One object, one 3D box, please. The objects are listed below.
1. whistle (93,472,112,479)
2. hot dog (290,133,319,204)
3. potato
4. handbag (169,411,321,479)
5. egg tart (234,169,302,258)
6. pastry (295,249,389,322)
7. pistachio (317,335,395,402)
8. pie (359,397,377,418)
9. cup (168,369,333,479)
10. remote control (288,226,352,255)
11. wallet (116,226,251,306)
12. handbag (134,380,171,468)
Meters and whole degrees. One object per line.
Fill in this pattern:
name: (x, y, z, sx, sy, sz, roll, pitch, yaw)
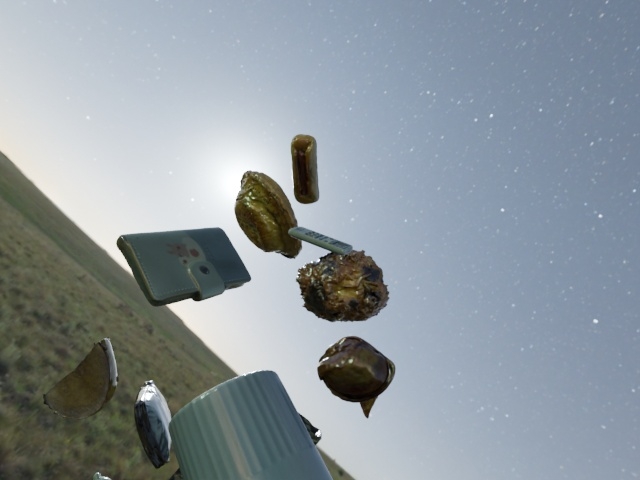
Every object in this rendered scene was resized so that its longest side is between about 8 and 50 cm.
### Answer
whistle: (-0.610, 0.764, 1.233, 0.101, 0.106, 0.253, 53, -5, -39)
hot dog: (-0.051, -0.217, 1.405, 0.084, 0.073, 0.242, 5, -57, 10)
potato: (-0.605, 0.379, 1.181, 0.138, 0.243, 0.098, 48, 10, 2)
handbag: (-0.241, 0.683, 1.399, 0.317, 0.416, 0.180, 41, -14, 5)
egg tart: (-0.246, -0.089, 1.898, 0.443, 0.178, 0.443, 46, -25, 28)
pastry: (0.078, 0.178, 1.730, 0.405, 0.337, 0.292, -114, -168, -84)
pistachio: (0.088, 0.330, 1.126, 0.210, 0.165, 0.130, -1, -13, 22)
pie: (0.184, 0.594, 1.693, 0.088, 0.033, 0.191, 36, -55, 30)
cup: (-0.105, 0.444, 0.873, 0.257, 0.331, 0.311, -49, -120, 32)
remote control: (0.000, 0.000, 0.843, 0.124, 0.017, 0.053, 21, 16, 23)
wallet: (-0.379, 0.065, 1.282, 0.252, 0.360, 0.083, 53, -58, 19)
handbag: (-0.491, 0.531, 1.300, 0.191, 0.075, 0.332, 68, -16, -1)
